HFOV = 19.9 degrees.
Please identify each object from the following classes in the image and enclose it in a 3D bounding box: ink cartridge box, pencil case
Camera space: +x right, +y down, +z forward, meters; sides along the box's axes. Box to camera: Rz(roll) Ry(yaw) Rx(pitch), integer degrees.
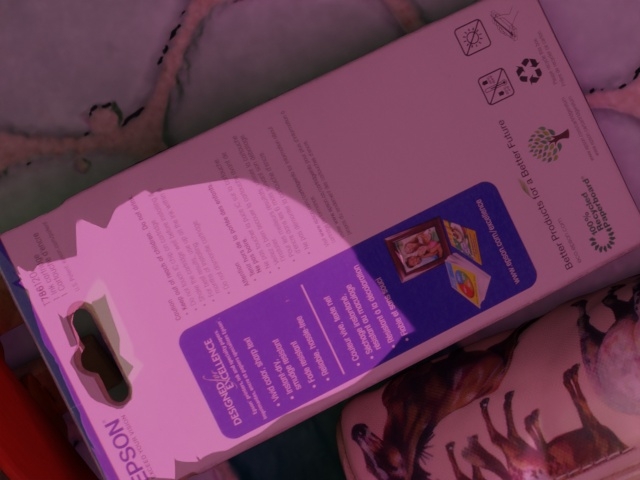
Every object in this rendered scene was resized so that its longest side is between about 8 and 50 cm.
[{"bbox_3d":[0.000,0.000,0.995,0.333,0.065,0.165,-26,94,-13],"label":"ink cartridge box"},{"bbox_3d":[0.210,0.078,0.972,0.410,0.183,0.160,-27,92,11],"label":"pencil case"}]

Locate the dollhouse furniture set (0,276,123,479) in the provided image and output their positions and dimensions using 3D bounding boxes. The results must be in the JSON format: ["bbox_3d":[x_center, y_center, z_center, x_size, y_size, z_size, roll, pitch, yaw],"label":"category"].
[{"bbox_3d":[-0.122,0.163,1.007,0.135,0.262,0.259,-25,127,8],"label":"dollhouse furniture set"}]
